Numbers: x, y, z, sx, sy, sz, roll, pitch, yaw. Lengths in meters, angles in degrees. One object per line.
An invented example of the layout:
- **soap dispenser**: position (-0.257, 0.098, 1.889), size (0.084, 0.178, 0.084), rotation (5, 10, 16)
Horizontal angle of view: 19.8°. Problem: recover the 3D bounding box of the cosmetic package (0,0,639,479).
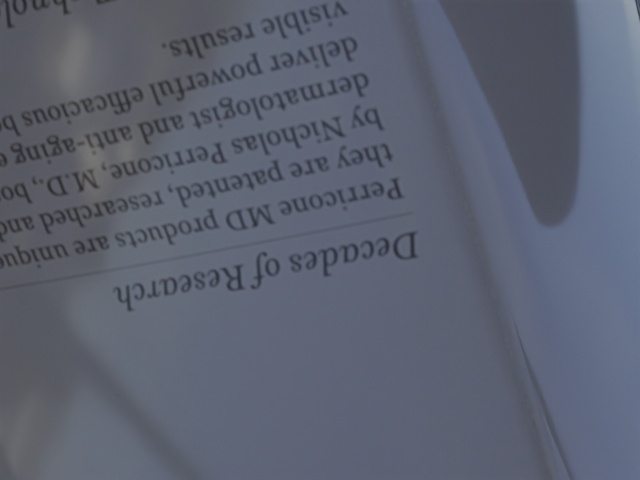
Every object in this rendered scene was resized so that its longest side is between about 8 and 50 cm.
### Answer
- **cosmetic package**: position (0.000, 0.000, 0.459), size (0.155, 0.366, 0.197), rotation (-11, -158, 23)
